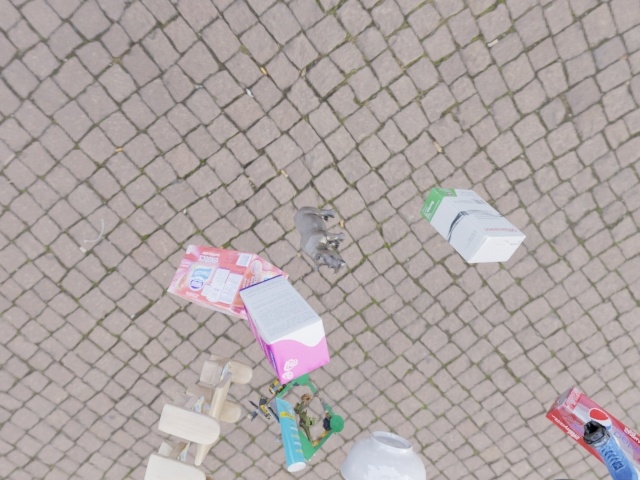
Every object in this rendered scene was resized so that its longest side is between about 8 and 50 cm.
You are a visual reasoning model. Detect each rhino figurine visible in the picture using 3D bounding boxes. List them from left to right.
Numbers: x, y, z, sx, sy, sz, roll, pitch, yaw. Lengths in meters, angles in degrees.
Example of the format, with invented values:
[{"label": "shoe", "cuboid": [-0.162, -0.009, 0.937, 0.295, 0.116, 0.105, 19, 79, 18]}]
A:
[{"label": "rhino figurine", "cuboid": [0.000, 0.000, 1.002, 0.106, 0.243, 0.073, -1, 132, -18]}]

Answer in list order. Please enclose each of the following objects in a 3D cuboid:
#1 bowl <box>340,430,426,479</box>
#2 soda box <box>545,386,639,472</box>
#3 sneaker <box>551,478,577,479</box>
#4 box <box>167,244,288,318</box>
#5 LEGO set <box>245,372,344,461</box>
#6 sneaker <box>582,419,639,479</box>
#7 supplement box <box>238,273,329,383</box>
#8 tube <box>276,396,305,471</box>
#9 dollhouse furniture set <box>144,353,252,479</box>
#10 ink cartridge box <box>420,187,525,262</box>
[{"label": "bowl", "cuboid": [0.222, 0.728, 1.376, 0.298, 0.298, 0.134, 13, 84, -7]}, {"label": "soda box", "cuboid": [0.752, 0.520, 1.095, 0.263, 0.083, 0.092, 40, 142, 25]}, {"label": "sneaker", "cuboid": [0.486, 0.491, 0.723, 0.122, 0.283, 0.110, 33, 84, -5]}, {"label": "box", "cuboid": [-0.256, 0.117, 1.125, 0.142, 0.300, 0.154, 39, 64, -43]}, {"label": "LEGO set", "cuboid": [-0.095, 0.656, 1.555, 0.331, 0.255, 0.192, 47, 143, -3]}, {"label": "sneaker", "cuboid": [0.617, 0.457, 0.889, 0.085, 0.152, 0.058, 40, 116, -4]}, {"label": "supplement box", "cuboid": [-0.081, 0.177, 0.878, 0.114, 0.220, 0.111, -20, 117, -20]}, {"label": "tube", "cuboid": [-0.092, 0.576, 1.241, 0.052, 0.207, 0.080, -31, 131, 9]}, {"label": "dollhouse furniture set", "cuboid": [-0.286, 0.582, 1.153, 0.257, 0.362, 0.394, 17, 93, 2]}, {"label": "ink cartridge box", "cuboid": [0.379, -0.041, 1.046, 0.153, 0.208, 0.086, 0, 128, -30]}]
